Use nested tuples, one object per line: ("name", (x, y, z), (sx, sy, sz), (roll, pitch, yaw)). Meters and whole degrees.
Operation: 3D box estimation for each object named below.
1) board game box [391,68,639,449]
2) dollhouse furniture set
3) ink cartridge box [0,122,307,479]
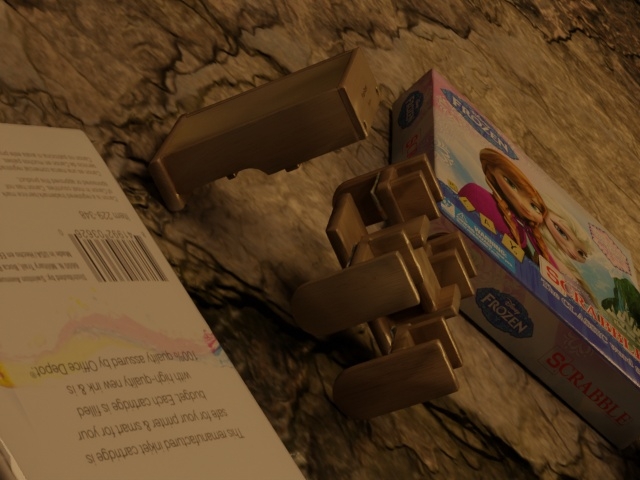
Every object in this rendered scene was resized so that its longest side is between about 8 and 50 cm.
("board game box", (0.202, 0.009, 1.669), (0.318, 0.066, 0.318), (41, 23, -19))
("dollhouse furniture set", (0.000, 0.000, 1.289), (0.212, 0.161, 0.242), (-70, 138, -65))
("ink cartridge box", (-0.145, 0.092, 0.822), (0.306, 0.131, 0.226), (57, 23, 18))
